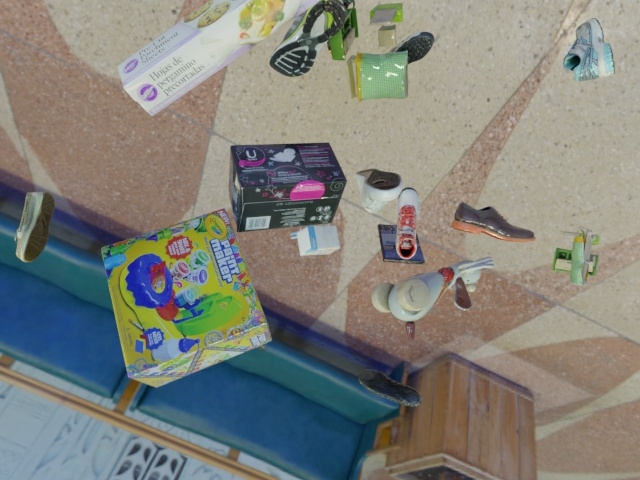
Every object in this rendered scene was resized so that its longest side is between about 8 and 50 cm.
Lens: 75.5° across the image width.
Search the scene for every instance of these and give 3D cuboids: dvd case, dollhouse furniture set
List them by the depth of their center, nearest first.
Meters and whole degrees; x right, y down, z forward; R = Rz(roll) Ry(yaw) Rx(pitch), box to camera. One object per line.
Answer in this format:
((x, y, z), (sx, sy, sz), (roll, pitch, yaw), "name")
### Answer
((0.357, 0.023, 0.593), (0.058, 0.076, 0.151), (11, -179, 39), "dollhouse furniture set")
((0.160, -0.542, 1.282), (0.197, 0.151, 0.301), (7, 140, 20), "dollhouse furniture set")
((0.357, 0.013, 1.857), (0.180, 0.253, 0.022), (4, 129, -2), "dvd case")

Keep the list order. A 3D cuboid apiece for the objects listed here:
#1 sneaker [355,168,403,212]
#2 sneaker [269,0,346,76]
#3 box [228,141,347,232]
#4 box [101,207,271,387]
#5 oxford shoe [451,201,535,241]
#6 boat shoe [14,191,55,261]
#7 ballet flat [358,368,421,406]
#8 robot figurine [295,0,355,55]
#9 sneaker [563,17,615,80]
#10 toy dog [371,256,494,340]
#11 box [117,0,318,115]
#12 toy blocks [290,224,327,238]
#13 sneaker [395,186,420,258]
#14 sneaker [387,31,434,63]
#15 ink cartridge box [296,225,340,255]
((0.176, -0.132, 1.200), (0.106, 0.290, 0.123), (-12, 107, -2), "sneaker")
((-0.035, -0.562, 1.121), (0.111, 0.121, 0.300), (24, 147, -32), "sneaker")
((-0.087, -0.130, 0.996), (0.247, 0.142, 0.163), (-6, 145, -19), "box")
((-0.291, 0.127, 0.929), (0.279, 0.290, 0.177), (-20, 157, -12), "box")
((0.562, -0.056, 1.320), (0.271, 0.098, 0.097), (12, -176, -5), "oxford shoe")
((-0.591, -0.029, 0.843), (0.048, 0.153, 0.056), (2, 162, -1), "boat shoe")
((0.171, 0.375, 1.041), (0.173, 0.057, 0.049), (16, 154, 34), "ballet flat")
((0.004, -0.727, 1.317), (0.211, 0.085, 0.291), (-4, 134, -3), "robot figurine")
((0.851, -0.619, 1.343), (0.122, 0.283, 0.110), (-13, 134, 28), "sneaker")
((0.314, 0.162, 1.130), (0.333, 0.161, 0.220), (-15, 177, -4), "toy dog")
((-0.145, -0.309, 0.610), (0.324, 0.067, 0.063), (-32, 146, 5), "box")
((-0.052, -0.035, 1.686), (0.148, 0.123, 0.054), (-11, 102, -8), "toy blocks")
((0.344, -0.061, 1.616), (0.090, 0.145, 0.270), (4, 118, 4), "sneaker")
((0.276, -0.632, 1.359), (0.084, 0.097, 0.234), (22, 161, -27), "sneaker")
((0.000, 0.000, 1.533), (0.143, 0.090, 0.092), (-2, 164, -30), "ink cartridge box")
